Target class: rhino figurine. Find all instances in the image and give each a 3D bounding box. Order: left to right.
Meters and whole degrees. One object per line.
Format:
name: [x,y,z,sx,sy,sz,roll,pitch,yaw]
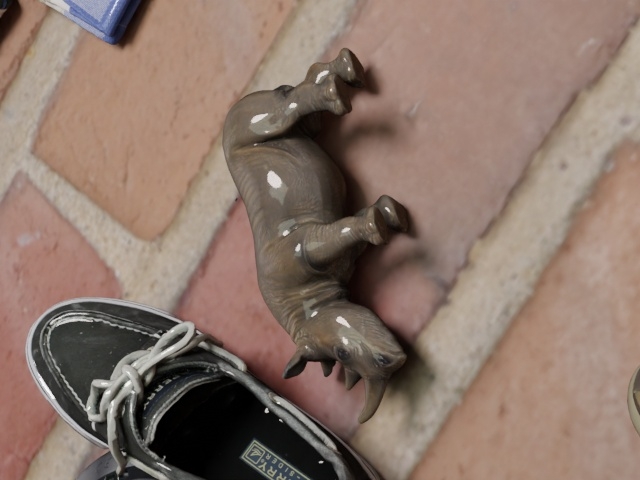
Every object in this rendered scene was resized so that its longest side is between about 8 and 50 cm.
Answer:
rhino figurine: [0.000,0.000,0.683,0.106,0.073,0.243,-20,76,25]

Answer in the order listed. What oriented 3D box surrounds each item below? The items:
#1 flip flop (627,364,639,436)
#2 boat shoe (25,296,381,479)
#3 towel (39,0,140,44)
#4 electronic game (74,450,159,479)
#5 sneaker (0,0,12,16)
flip flop: [0.241,0.175,0.504,0.277,0.112,0.080,53,138,22]
boat shoe: [-0.098,0.112,0.694,0.306,0.105,0.113,32,76,30]
towel: [-0.215,-0.310,0.873,0.285,0.034,0.209,36,102,28]
electronic game: [-0.116,0.257,0.744,0.229,0.048,0.229,-7,75,27]
sneaker: [-0.365,-0.238,0.932,0.211,0.080,0.081,41,104,29]
